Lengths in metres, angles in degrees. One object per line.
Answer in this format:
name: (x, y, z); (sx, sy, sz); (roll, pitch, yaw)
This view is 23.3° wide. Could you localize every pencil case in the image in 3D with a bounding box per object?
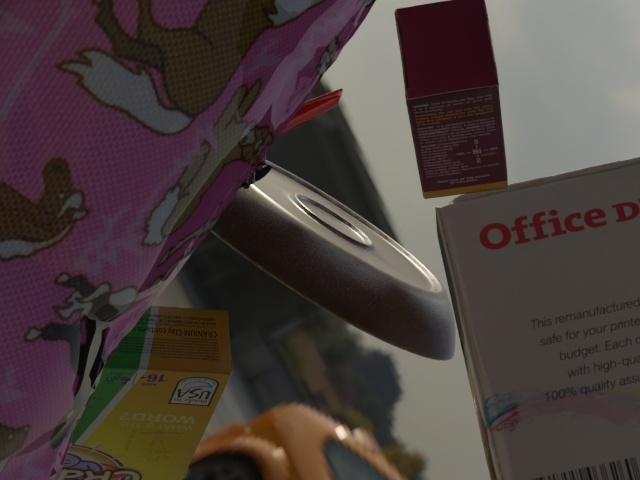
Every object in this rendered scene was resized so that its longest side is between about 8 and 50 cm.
pencil case: (-0.069, -0.075, 0.442); (0.167, 0.386, 0.160); (36, 0, 17)

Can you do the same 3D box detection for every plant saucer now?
plant saucer: (0.000, 0.000, 1.380); (0.311, 0.050, 0.310); (33, 10, -6)

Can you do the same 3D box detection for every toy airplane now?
toy airplane: (-0.042, -0.077, 0.984); (0.028, 0.151, 0.151); (56, -6, 27)

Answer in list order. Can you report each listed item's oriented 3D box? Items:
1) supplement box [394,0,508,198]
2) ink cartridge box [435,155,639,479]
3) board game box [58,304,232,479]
supplement box: (0.062, -0.066, 0.725); (0.083, 0.043, 0.055); (73, 11, -58)
ink cartridge box: (0.217, 0.110, 1.028); (0.131, 0.226, 0.306); (74, 5, -70)
board game box: (-0.229, 0.163, 1.316); (0.316, 0.242, 0.064); (115, -27, -49)
